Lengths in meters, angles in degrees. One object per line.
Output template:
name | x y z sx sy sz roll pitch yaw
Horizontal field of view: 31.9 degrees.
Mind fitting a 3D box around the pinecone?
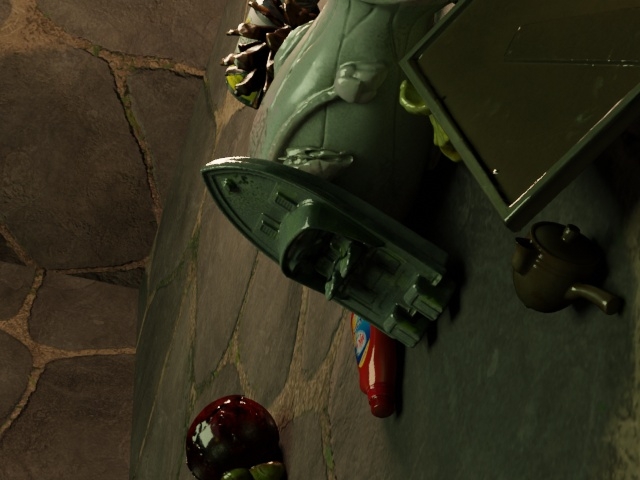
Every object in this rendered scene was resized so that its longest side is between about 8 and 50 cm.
pinecone | -0.084 -0.339 2.059 0.201 0.202 0.229 -32 65 30

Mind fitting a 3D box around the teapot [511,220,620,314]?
teapot | 0.205 0.034 0.954 0.110 0.085 0.080 56 136 43

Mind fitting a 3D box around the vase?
vase | 0.042 -0.176 1.347 0.445 0.250 0.250 107 166 -45

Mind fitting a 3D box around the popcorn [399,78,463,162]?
popcorn | 0.166 -0.154 1.177 0.135 0.162 0.141 45 155 32

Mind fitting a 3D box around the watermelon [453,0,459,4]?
watermelon | 0.174 -0.394 1.391 0.129 0.123 0.301 -28 50 42

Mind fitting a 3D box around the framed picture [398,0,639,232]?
framed picture | 0.196 -0.172 1.003 0.232 0.024 0.315 -45 32 17

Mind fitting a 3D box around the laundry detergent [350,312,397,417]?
laundry detergent | 0.068 0.152 1.399 0.097 0.049 0.165 108 165 -44

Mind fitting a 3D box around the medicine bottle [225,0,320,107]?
medicine bottle | -0.086 -0.409 2.246 0.141 0.141 0.293 -92 22 -44

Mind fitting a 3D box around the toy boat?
toy boat | 0.000 0.000 1.285 0.092 0.319 0.141 -56 -2 -42

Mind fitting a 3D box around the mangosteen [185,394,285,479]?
mangosteen | -0.135 0.344 1.804 0.180 0.166 0.166 61 142 32
